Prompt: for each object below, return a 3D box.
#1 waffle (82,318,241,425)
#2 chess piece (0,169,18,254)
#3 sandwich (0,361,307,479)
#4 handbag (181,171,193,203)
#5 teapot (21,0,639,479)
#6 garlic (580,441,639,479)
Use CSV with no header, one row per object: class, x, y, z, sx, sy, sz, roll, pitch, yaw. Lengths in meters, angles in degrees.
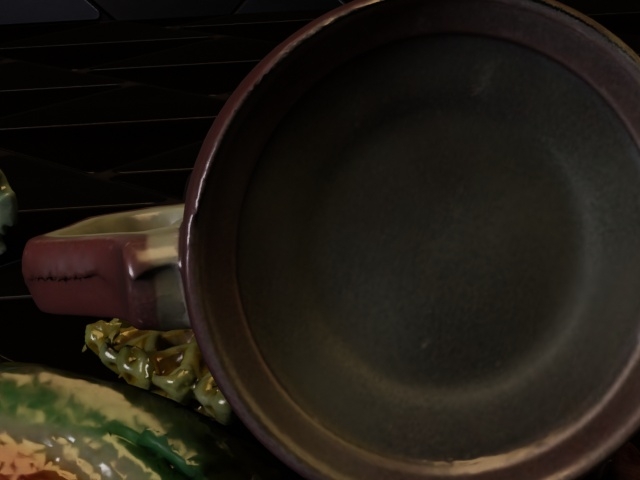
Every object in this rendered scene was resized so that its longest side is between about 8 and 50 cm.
waffle,-0.045,0.087,0.794,0.214,0.054,0.208,8,1,-42
chess piece,-0.415,-0.082,1.214,0.195,0.194,0.299,-14,32,-26
sandwich,-0.150,0.141,0.582,0.301,0.162,0.250,-13,18,-33
handbag,-0.006,-0.049,1.012,0.288,0.152,0.342,-2,31,26
teapot,0.000,0.000,0.638,0.315,0.233,0.312,-6,5,-6
garlic,0.118,0.150,0.600,0.147,0.102,0.159,-2,20,6
